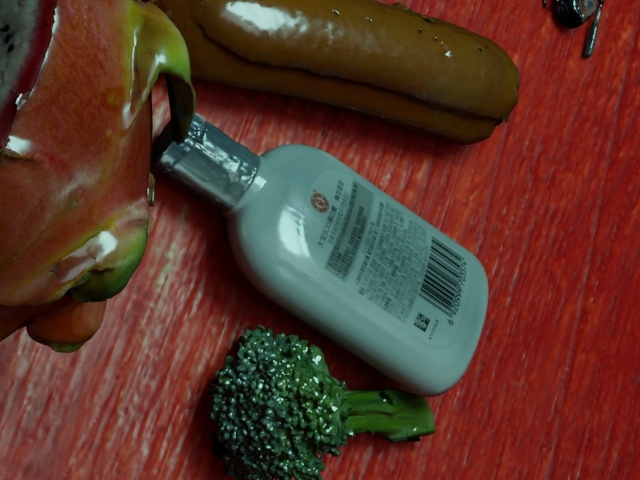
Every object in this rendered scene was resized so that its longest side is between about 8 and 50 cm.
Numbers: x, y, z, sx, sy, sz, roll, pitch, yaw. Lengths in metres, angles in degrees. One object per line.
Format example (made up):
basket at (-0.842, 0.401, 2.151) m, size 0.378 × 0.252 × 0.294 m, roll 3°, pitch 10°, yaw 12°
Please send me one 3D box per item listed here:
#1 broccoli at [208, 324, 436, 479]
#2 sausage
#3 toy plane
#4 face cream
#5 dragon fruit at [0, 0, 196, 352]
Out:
broccoli at (0.010, 0.129, 1.335) m, size 0.204 × 0.122 × 0.118 m, roll 5°, pitch 93°, yaw -44°
sausage at (0.017, -0.149, 1.381) m, size 0.330 × 0.102 × 0.102 m, roll 12°, pitch 75°, yaw -28°
toy plane at (0.237, -0.239, 1.562) m, size 0.060 × 0.037 × 0.145 m, roll 23°, pitch 71°, yaw -30°
face cream at (0.000, 0.000, 1.348) m, size 0.291 × 0.071 × 0.144 m, roll 33°, pitch 48°, yaw -20°
dragon fruit at (-0.213, -0.062, 1.136) m, size 0.226 × 0.305 × 0.305 m, roll 37°, pitch 62°, yaw -47°
